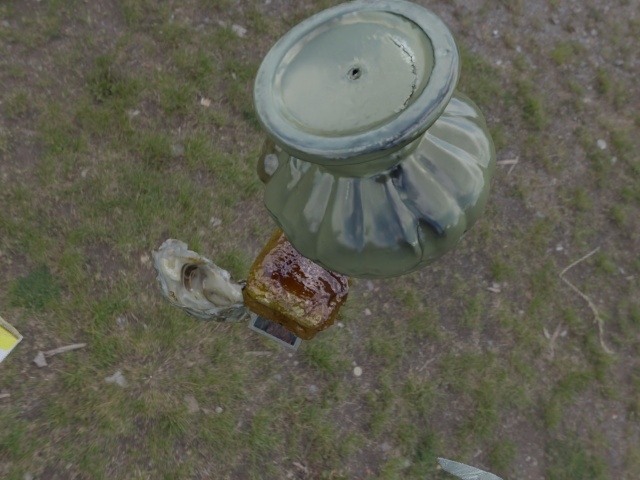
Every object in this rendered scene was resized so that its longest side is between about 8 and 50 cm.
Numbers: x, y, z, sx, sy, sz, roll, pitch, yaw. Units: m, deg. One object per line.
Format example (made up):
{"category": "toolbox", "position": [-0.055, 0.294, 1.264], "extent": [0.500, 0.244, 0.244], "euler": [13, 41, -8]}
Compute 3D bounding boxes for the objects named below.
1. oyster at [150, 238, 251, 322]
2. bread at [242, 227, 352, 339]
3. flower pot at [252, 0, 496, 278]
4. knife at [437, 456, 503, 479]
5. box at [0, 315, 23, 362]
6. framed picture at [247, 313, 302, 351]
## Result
{"category": "oyster", "position": [-0.204, 0.095, 0.841], "extent": [0.232, 0.107, 0.162], "euler": [22, 39, -50]}
{"category": "bread", "position": [0.000, 0.000, 0.908], "extent": [0.185, 0.109, 0.381], "euler": [26, 52, -2]}
{"category": "flower pot", "position": [0.055, -0.124, 0.570], "extent": [0.307, 0.244, 0.308], "euler": [-6, 62, 12]}
{"category": "knife", "position": [0.348, 0.491, 0.943], "extent": [0.297, 0.047, 0.017], "euler": [29, 33, -13]}
{"category": "box", "position": [-0.417, 0.161, 0.414], "extent": [0.097, 0.168, 0.265], "euler": [49, 54, -29]}
{"category": "framed picture", "position": [-0.106, 0.211, 1.523], "extent": [0.184, 0.016, 0.250], "euler": [26, 91, 6]}
